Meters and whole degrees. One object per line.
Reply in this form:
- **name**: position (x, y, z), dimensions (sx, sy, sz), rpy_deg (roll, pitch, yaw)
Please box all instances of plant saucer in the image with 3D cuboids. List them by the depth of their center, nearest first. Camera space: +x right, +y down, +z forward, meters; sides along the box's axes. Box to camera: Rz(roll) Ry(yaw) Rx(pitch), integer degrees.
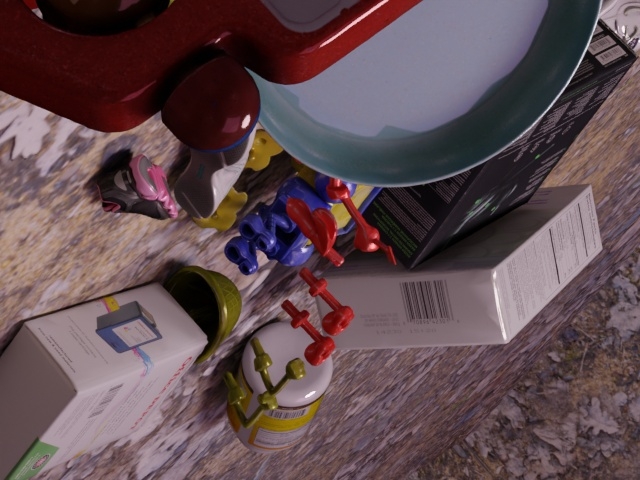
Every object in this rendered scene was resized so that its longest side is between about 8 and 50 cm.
- **plant saucer**: position (0.073, -0.194, 1.306), dimensions (0.317, 0.044, 0.318), rpy_deg (-9, 118, -17)

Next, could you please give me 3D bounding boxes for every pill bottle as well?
- **pill bottle**: position (-0.058, 0.200, 2.194), dimensions (0.117, 0.117, 0.215), rpy_deg (-35, 163, -27)

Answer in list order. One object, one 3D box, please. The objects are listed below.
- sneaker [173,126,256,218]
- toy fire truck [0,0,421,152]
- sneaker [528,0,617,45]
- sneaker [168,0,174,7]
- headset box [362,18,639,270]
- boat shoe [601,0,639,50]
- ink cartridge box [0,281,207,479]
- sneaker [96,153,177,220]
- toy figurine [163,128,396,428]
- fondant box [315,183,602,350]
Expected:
- **sneaker**: position (-0.088, -0.084, 1.505), dimensions (0.061, 0.053, 0.152), rpy_deg (-50, 175, -38)
- **toy fire truck**: position (-0.076, -0.179, 0.880), dimensions (0.302, 0.254, 0.169), rpy_deg (-37, 163, -19)
- **sneaker**: position (0.149, -0.175, 1.475), dimensions (0.282, 0.102, 0.161), rpy_deg (-32, 167, 1)
- **sneaker**: position (-0.053, -0.238, 1.093), dimensions (0.295, 0.123, 0.109), rpy_deg (-49, 141, -43)
- **headset box**: position (0.183, -0.122, 1.898), dimensions (0.246, 0.131, 0.283), rpy_deg (-28, 159, -43)
- **boat shoe**: position (0.368, -0.267, 2.071), dimensions (0.226, 0.076, 0.083), rpy_deg (-28, 159, -42)
- **ink cartridge box**: position (-0.232, 0.139, 1.651), dimensions (0.154, 0.093, 0.212), rpy_deg (-51, 161, 29)
- **sneaker**: position (-0.161, -0.040, 1.459), dimensions (0.057, 0.047, 0.119), rpy_deg (-24, 163, 4)
- **toy figurine**: position (0.000, 0.000, 1.697), dimensions (0.217, 0.191, 0.362), rpy_deg (-37, 167, -43)
- **fondant box**: position (0.171, 0.029, 2.030), dimensions (0.238, 0.096, 0.330), rpy_deg (-4, -165, 30)
